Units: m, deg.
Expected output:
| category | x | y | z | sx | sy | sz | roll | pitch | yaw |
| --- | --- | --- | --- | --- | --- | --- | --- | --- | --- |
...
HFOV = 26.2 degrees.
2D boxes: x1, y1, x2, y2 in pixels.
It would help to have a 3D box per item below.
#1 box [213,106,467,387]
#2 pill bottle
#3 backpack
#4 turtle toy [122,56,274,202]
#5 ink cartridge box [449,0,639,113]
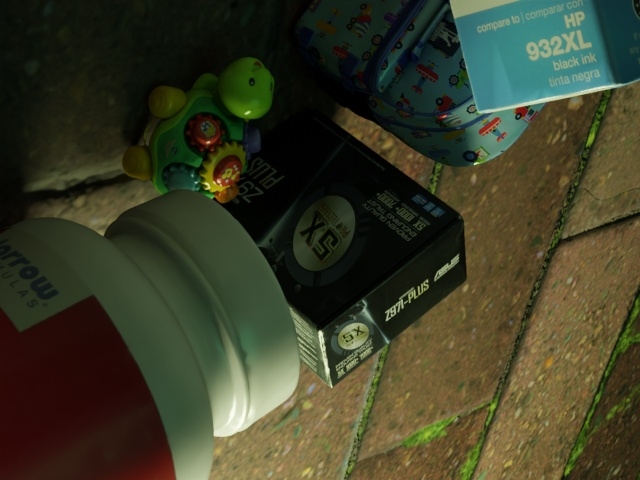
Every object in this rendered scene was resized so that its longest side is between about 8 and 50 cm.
| category | x | y | z | sx | sy | sz | roll | pitch | yaw |
| --- | --- | --- | --- | --- | --- | --- | --- | --- | --- |
| box | 0.000 | 0.000 | 1.068 | 0.147 | 0.180 | 0.077 | -36 | 144 | -21 |
| pill bottle | -0.220 | 0.126 | 0.883 | 0.407 | 0.229 | 0.229 | -29 | 140 | -30 |
| backpack | 0.089 | -0.147 | 1.043 | 0.158 | 0.173 | 0.117 | -51 | 146 | 1 |
| turtle toy | -0.079 | -0.078 | 1.005 | 0.095 | 0.066 | 0.130 | 5 | 117 | -51 |
| ink cartridge box | 0.186 | -0.266 | 0.949 | 0.223 | 0.129 | 0.307 | -20 | 99 | -38 |
